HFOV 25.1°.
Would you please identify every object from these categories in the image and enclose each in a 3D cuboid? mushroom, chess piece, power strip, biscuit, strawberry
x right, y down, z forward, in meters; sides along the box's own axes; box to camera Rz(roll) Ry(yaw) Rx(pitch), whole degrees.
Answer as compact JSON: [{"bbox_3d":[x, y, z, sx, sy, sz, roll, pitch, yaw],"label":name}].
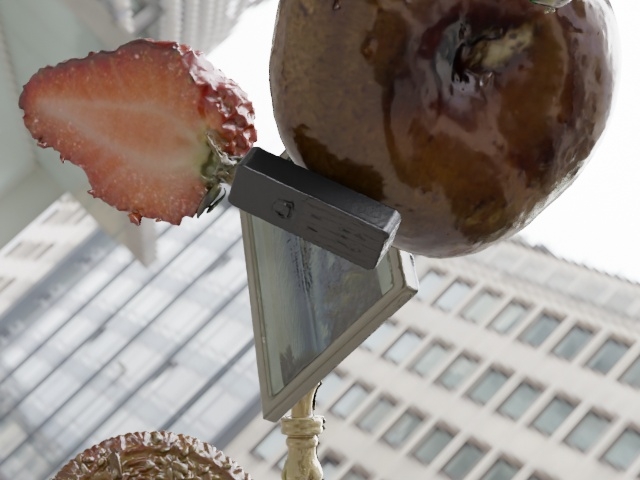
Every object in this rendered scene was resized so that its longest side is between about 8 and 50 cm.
[{"bbox_3d":[0.084,-0.114,1.025,0.267,0.267,0.254,47,-7,-2],"label":"mushroom"},{"bbox_3d":[-0.019,0.201,1.596,0.060,0.060,0.172,168,-79,-69],"label":"chess piece"},{"bbox_3d":[-0.005,-0.021,0.927,0.111,0.029,0.038,25,-50,8],"label":"power strip"},{"bbox_3d":[-0.140,0.208,1.075,0.126,0.206,0.025,60,-32,7],"label":"biscuit"},{"bbox_3d":[-0.154,-0.113,1.375,0.236,0.175,0.107,44,20,18],"label":"strawberry"}]

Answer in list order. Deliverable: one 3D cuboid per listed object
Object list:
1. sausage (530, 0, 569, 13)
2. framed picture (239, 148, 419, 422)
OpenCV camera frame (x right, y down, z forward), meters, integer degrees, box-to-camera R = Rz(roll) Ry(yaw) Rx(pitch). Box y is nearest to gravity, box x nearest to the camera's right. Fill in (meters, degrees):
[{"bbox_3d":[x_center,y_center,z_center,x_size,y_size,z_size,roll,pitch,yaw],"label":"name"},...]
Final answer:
[{"bbox_3d":[0.114,-0.202,0.632,0.033,0.033,0.269,36,-31,28],"label":"sausage"},{"bbox_3d":[0.000,0.000,1.471,0.024,0.232,0.315,25,37,-30],"label":"framed picture"}]
